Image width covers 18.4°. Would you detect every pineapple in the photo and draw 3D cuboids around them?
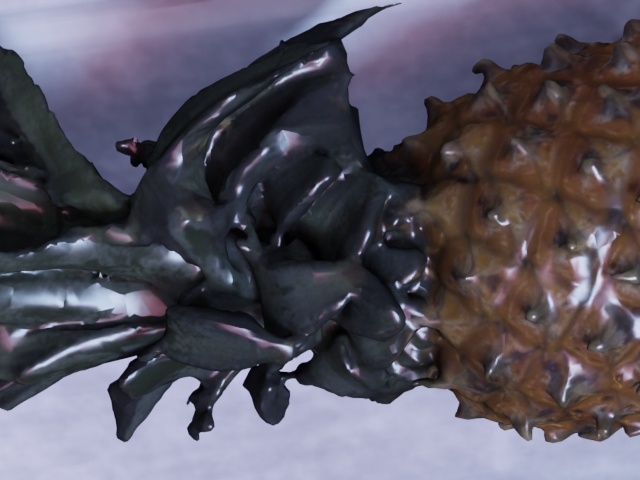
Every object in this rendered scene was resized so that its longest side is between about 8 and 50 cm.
[{"bbox_3d":[0.001,-0.002,0.698,0.365,0.165,0.165,-2,122,-6],"label":"pineapple"}]
